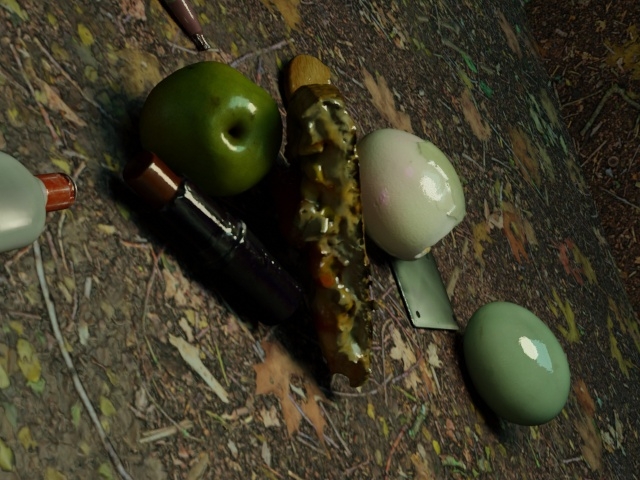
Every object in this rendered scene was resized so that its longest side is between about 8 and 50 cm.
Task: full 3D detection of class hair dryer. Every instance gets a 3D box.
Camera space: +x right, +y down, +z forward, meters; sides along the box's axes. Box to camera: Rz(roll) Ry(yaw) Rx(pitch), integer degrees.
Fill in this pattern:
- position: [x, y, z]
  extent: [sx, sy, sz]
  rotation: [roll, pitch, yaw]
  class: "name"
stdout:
- position: [-0.204, -0.345, 1.687]
  extent: [0.106, 0.054, 0.154]
  rotation: [-65, 134, -65]
  class: "hair dryer"

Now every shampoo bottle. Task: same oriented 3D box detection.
- position: [-0.321, -0.040, 1.137]
  extent: [0.108, 0.051, 0.221]
  rotation: [62, 25, 5]
  class: "shampoo bottle"

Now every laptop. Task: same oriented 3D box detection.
- position: [0.162, 0.032, 2.040]
  extent: [0.187, 0.015, 0.269]
  rotation: [10, 57, -59]
  class: "laptop"

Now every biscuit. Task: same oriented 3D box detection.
- position: [-0.014, -0.226, 1.933]
  extent: [0.144, 0.033, 0.224]
  rotation: [31, 40, -46]
  class: "biscuit"

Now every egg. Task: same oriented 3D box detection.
- position: [0.133, -0.084, 1.908]
  extent: [0.217, 0.183, 0.183]
  rotation: [50, 25, 1]
  class: "egg"
- position: [0.341, 0.215, 2.024]
  extent: [0.231, 0.168, 0.168]
  rotation: [60, 25, 6]
  class: "egg"

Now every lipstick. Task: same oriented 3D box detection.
- position: [-0.131, -0.003, 1.430]
  extent: [0.300, 0.081, 0.081]
  rotation: [48, 29, -34]
  class: "lipstick"

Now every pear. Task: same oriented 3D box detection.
- position: [-0.147, -0.146, 1.471]
  extent: [0.180, 0.166, 0.216]
  rotation: [14, 9, -29]
  class: "pear"

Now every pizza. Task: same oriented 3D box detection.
- position: [0.000, 0.000, 1.565]
  extent: [0.440, 0.130, 0.406]
  rotation: [92, -9, -84]
  class: "pizza"
